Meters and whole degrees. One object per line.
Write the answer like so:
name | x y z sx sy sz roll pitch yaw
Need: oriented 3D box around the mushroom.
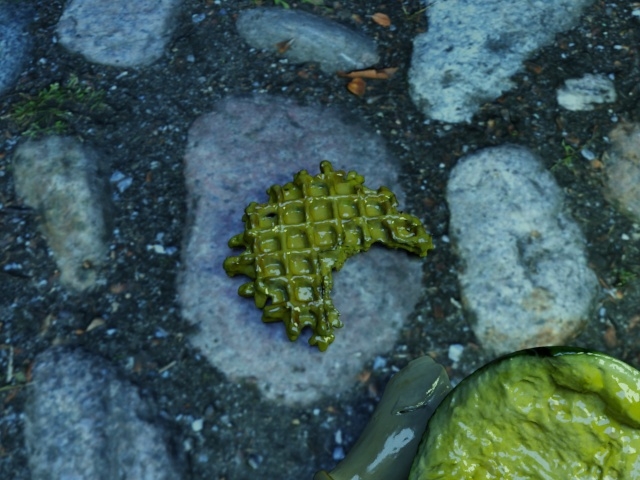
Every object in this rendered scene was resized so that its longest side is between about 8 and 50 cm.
mushroom | 0.097 0.255 0.938 0.108 0.096 0.247 38 69 13

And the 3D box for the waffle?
waffle | 0.000 0.000 1.100 0.260 0.069 0.293 39 67 19

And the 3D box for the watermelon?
watermelon | 0.267 0.280 0.859 0.331 0.189 0.330 0 97 4
